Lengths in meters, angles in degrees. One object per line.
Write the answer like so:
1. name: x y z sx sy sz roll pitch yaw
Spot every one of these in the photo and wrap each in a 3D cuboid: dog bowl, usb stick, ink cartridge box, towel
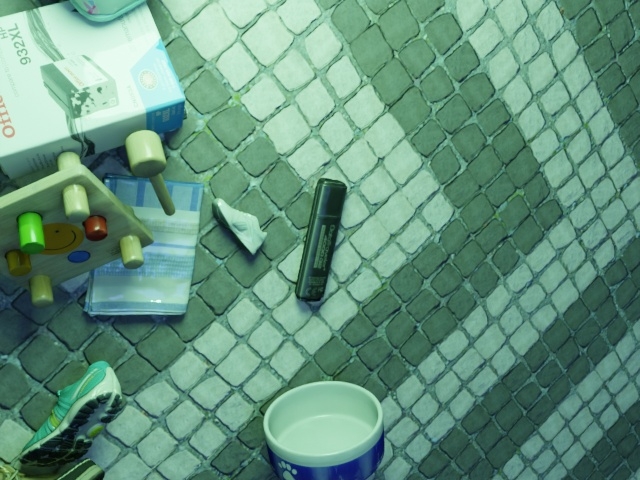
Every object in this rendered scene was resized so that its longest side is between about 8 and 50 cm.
1. dog bowl: 0.010 0.429 1.585 0.265 0.265 0.104 -15 115 -21
2. usb stick: 0.000 0.000 1.567 0.077 0.045 0.278 3 105 -34
3. ink cartridge box: -0.408 -0.262 1.177 0.307 0.129 0.223 -21 85 -17
4. towel: -0.344 0.016 1.409 0.209 0.034 0.285 4 104 -28

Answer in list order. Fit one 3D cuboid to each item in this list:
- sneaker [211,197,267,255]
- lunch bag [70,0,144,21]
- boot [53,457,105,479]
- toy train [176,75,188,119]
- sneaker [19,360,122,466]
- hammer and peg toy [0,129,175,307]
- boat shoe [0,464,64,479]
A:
1. sneaker: -0.168 -0.039 1.472 0.061 0.053 0.152 -48 127 -16
2. lunch bag: -0.358 -0.496 1.127 0.224 0.108 0.279 -37 79 -11
3. boot: -0.617 0.446 1.280 0.377 0.284 0.138 -35 161 -23
4. toy train: -0.336 -0.243 1.306 0.184 0.080 0.105 -14 103 -19
5. sneaker: -0.489 0.349 1.409 0.275 0.110 0.107 -44 136 14
6. hammer and peg toy: -0.398 -0.027 1.213 0.361 0.127 0.266 -23 150 3
7. boat shoe: -0.621 0.501 1.381 0.341 0.121 0.110 -7 110 -23
